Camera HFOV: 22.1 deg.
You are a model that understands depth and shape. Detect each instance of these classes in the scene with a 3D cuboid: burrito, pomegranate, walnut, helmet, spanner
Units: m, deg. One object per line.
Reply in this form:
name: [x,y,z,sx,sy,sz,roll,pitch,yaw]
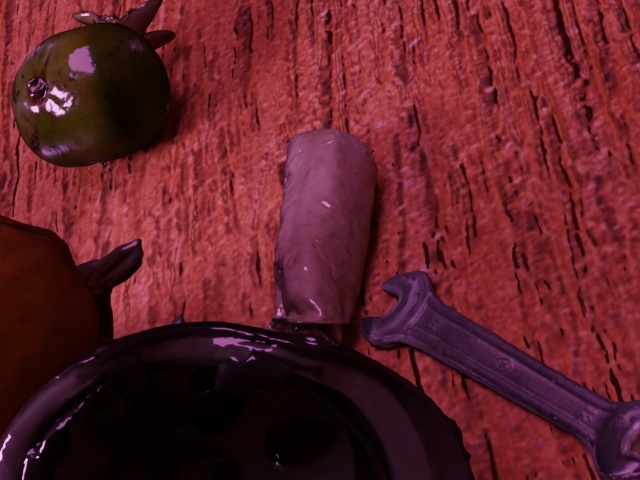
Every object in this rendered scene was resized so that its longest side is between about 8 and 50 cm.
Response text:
burrito: [0.000,0.000,1.280,0.087,0.060,0.226,-17,43,27]
pomegranate: [-0.206,-0.158,1.548,0.152,0.131,0.191,-10,40,37]
walnut: [-0.295,0.123,1.132,0.336,0.209,0.209,-50,39,-11]
helmet: [-0.061,0.164,1.058,0.177,0.305,0.225,-168,87,-79]
spanner: [0.127,0.087,1.129,0.071,0.017,0.302,-49,39,-11]

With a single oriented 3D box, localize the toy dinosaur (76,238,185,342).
toy dinosaur: [-0.150,0.108,1.266,0.327,0.113,0.206,-29,74,45]
